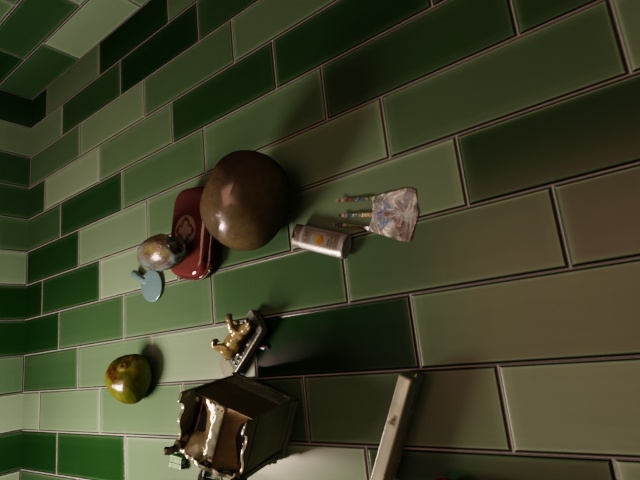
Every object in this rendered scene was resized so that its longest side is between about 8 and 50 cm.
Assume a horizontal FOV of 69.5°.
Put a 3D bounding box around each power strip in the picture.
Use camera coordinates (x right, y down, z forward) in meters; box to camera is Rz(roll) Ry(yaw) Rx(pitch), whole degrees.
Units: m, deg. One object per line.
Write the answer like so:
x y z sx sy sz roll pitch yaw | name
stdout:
0.219 0.550 1.329 0.043 0.106 0.367 17 93 35 | power strip

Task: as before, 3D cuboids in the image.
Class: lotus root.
-0.667 0.059 1.888 0.322 0.158 0.140 -14 76 45 | lotus root

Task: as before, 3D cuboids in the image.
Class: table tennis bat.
-0.824 0.199 2.191 0.237 0.038 0.149 22 98 32 | table tennis bat

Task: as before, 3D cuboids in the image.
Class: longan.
-0.272 -0.147 1.665 0.361 0.361 0.361 -6 80 36 | longan

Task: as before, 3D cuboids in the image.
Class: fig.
-0.851 0.630 2.074 0.203 0.203 0.225 21 136 36 | fig

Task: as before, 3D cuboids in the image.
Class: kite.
0.176 -0.097 1.510 0.310 0.015 0.169 10 90 34 | kite

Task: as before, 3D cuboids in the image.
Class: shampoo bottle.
0.000 0.000 1.598 0.227 0.056 0.086 14 91 37 | shampoo bottle

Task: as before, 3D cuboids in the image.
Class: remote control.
-0.301 0.405 1.759 0.285 0.038 0.123 -55 43 17 | remote control

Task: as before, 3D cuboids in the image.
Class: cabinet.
-0.288 0.619 1.530 0.290 0.318 0.228 15 92 24 | cabinet

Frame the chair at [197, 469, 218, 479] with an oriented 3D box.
-0.402 0.966 1.718 0.260 0.141 0.155 -128 57 -79 | chair

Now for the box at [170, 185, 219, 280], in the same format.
-0.533 -0.032 1.962 0.263 0.108 0.404 0 83 36 | box

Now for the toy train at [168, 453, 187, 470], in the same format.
-0.591 0.921 1.917 0.093 0.038 0.056 -7 73 36 | toy train

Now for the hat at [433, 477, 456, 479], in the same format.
0.380 0.727 1.122 0.274 0.242 0.332 -51 44 5 | hat

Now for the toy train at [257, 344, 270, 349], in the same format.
-0.225 0.400 1.732 0.083 0.017 0.017 -4 82 35 | toy train

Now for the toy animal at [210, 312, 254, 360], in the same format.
-0.318 0.357 1.713 0.101 0.103 0.219 39 106 31 | toy animal
